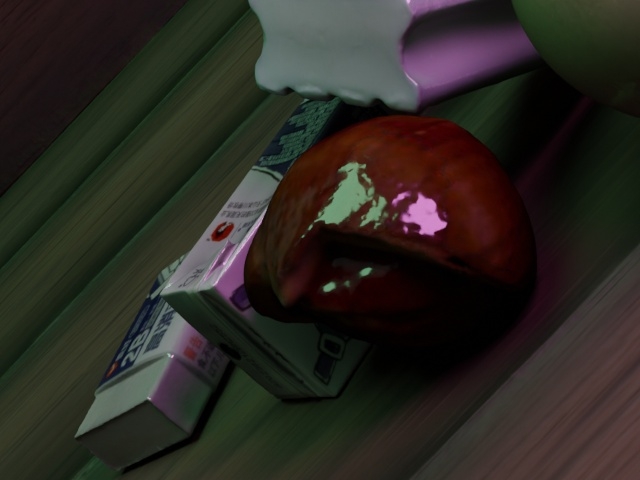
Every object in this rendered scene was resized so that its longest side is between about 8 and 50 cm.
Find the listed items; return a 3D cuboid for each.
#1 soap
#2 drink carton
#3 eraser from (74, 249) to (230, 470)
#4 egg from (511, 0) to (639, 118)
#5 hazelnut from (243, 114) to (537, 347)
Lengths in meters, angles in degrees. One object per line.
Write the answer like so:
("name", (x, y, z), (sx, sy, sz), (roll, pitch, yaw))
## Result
("soap", (0.093, -0.170, 1.156), (0.160, 0.087, 0.265), (12, 24, 42))
("drink carton", (-0.001, 0.000, 1.198), (0.222, 0.134, 0.102), (-55, 22, -23))
("eraser", (-0.128, 0.097, 1.382), (0.124, 0.068, 0.210), (-28, 27, 42))
("egg", (0.222, -0.181, 0.948), (0.219, 0.219, 0.269), (-45, 5, 4))
("hazelnut", (0.046, 0.006, 1.053), (0.201, 0.170, 0.160), (-45, 33, 44))
